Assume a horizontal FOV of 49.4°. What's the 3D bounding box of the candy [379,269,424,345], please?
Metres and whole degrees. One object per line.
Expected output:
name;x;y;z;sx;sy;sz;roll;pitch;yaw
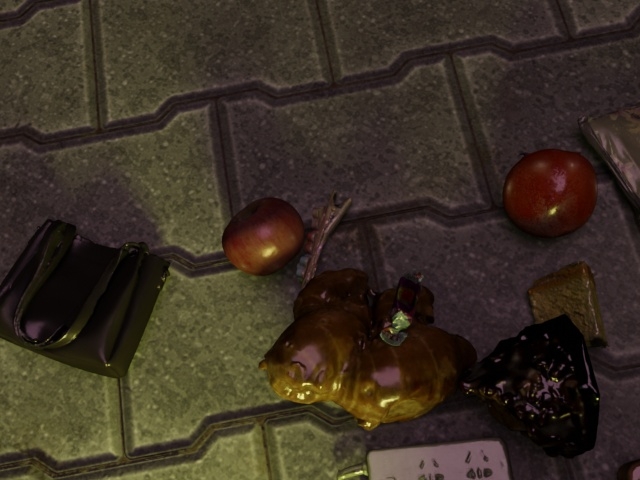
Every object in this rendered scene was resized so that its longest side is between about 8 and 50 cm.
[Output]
candy;0.137;0.101;1.139;0.045;0.043;0.175;22;43;2

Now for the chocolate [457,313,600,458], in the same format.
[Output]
chocolate;0.307;0.244;1.100;0.177;0.224;0.206;-7;67;-2

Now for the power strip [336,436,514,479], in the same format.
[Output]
power strip;0.170;0.386;1.157;0.288;0.053;0.093;-7;70;1

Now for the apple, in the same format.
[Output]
apple;-0.101;-0.005;1.271;0.153;0.153;0.120;-38;109;-9

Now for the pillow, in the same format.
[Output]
pillow;0.610;-0.147;1.311;0.169;0.059;0.255;-23;69;-4

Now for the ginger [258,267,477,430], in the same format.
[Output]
ginger;0.093;0.183;1.189;0.357;0.152;0.274;14;42;5

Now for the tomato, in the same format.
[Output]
tomato;0.411;-0.082;1.251;0.167;0.167;0.167;-1;70;4

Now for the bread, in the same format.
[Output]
bread;0.429;0.111;1.189;0.127;0.152;0.147;-9;72;10

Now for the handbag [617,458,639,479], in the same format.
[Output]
handbag;0.556;0.436;1.099;0.151;0.072;0.193;-6;71;3

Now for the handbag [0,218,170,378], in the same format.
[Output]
handbag;-0.446;0.097;1.283;0.285;0.113;0.257;16;65;10

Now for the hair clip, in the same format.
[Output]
hair clip;-0.006;-0.002;1.307;0.056;0.062;0.214;19;71;22
